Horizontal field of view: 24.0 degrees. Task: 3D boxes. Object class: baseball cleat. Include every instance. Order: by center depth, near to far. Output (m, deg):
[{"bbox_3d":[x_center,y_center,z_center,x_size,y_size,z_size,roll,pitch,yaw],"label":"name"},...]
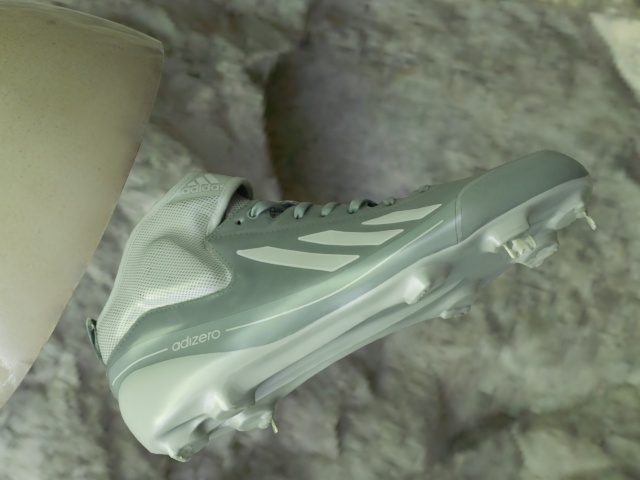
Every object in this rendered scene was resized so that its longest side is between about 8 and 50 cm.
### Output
[{"bbox_3d":[0.000,0.000,0.593,0.206,0.109,0.072,-30,-22,1],"label":"baseball cleat"}]

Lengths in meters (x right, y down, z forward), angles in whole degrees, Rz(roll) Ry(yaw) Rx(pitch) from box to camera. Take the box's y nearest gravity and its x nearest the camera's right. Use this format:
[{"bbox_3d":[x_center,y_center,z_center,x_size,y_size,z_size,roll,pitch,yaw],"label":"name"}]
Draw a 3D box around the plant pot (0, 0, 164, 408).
[{"bbox_3d":[-0.252,-0.046,0.980,0.191,0.284,0.284,26,-96,-18],"label":"plant pot"}]
